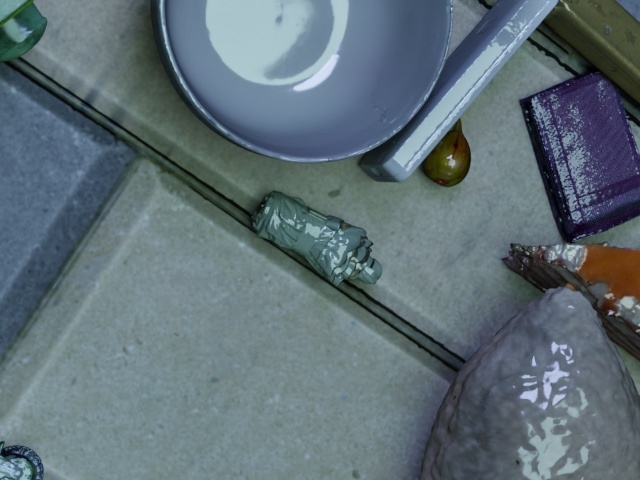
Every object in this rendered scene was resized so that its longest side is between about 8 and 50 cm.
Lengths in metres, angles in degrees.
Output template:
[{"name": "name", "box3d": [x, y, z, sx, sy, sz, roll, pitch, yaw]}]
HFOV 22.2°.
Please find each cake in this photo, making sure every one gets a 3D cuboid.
[{"name": "cake", "box3d": [0.315, 0.063, 1.711, 0.287, 0.098, 0.135, 16, 89, -19]}]

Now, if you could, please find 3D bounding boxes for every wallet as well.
[{"name": "wallet", "box3d": [0.285, -0.091, 1.725, 0.111, 0.030, 0.166, -22, 100, -14]}]

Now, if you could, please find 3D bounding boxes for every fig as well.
[{"name": "fig", "box3d": [0.132, -0.097, 1.672, 0.050, 0.050, 0.083, 14, 70, -18]}]

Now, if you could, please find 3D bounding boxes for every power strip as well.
[{"name": "power strip", "box3d": [0.333, -0.190, 1.719, 0.305, 0.044, 0.064, 38, 58, -18]}]

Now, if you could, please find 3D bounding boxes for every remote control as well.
[{"name": "remote control", "box3d": [0.138, -0.159, 1.636, 0.034, 0.103, 0.250, 43, 80, -13]}]

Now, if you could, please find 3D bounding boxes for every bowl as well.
[{"name": "bowl", "box3d": [-0.030, -0.217, 1.556, 0.287, 0.144, 0.287, -1, 94, -17]}]

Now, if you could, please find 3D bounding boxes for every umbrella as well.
[{"name": "umbrella", "box3d": [0.000, 0.000, 1.627, 0.143, 0.062, 0.067, 33, 53, -11]}]

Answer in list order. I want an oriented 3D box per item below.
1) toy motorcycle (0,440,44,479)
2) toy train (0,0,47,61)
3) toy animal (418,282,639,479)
[{"name": "toy motorcycle", "box3d": [-0.356, 0.245, 1.529, 0.190, 0.074, 0.106, -40, 95, -10]}, {"name": "toy train", "box3d": [-0.377, -0.338, 1.370, 0.179, 0.272, 0.442, -41, 105, -13]}, {"name": "toy animal", "box3d": [0.222, 0.223, 1.644, 0.226, 0.188, 0.358, 17, 94, -18]}]
